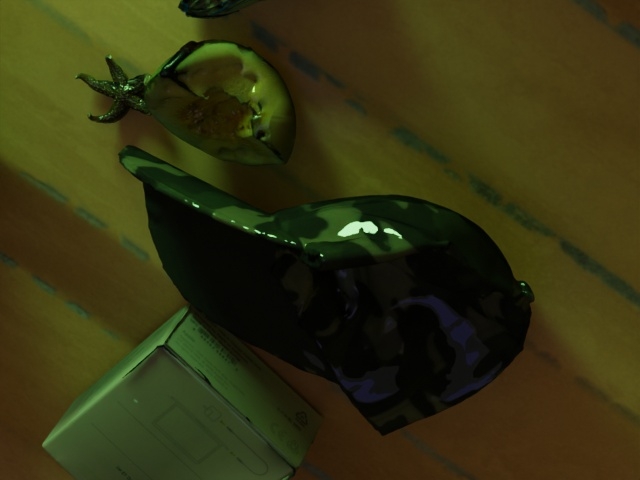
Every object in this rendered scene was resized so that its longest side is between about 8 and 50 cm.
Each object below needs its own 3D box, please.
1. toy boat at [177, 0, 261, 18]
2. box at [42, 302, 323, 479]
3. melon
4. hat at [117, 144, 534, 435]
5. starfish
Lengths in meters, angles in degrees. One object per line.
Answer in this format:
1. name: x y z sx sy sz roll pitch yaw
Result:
1. toy boat: -0.064 -0.255 1.629 0.210 0.066 0.084 -22 78 41
2. box: -0.155 0.215 1.940 0.203 0.106 0.251 43 126 -10
3. melon: -0.103 -0.140 1.709 0.160 0.079 0.128 34 152 -29
4. hat: 0.000 0.000 1.731 0.382 0.257 0.366 49 164 26
5. starfish: -0.206 -0.150 1.772 0.091 0.028 0.078 21 121 11
